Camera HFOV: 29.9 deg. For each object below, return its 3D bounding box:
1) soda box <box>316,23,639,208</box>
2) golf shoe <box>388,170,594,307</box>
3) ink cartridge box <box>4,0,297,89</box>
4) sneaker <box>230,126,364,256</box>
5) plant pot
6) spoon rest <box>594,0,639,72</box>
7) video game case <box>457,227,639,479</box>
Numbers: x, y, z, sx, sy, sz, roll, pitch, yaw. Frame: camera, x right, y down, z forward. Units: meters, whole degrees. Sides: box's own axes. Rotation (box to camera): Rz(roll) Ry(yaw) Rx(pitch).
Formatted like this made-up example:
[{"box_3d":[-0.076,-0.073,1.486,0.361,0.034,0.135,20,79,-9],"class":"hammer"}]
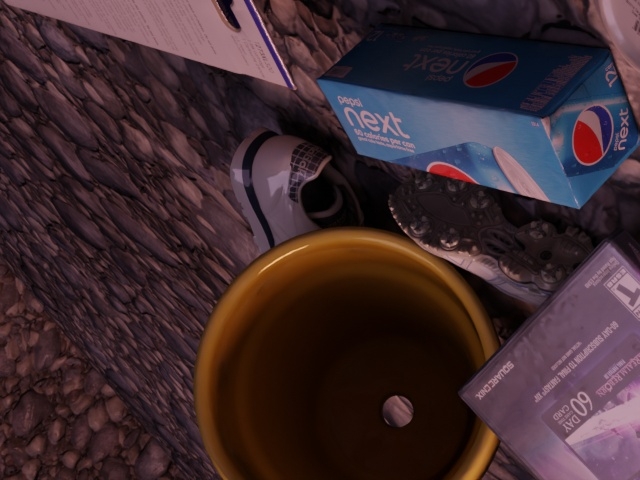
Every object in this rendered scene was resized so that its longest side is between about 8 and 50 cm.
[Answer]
[{"box_3d":[0.095,-0.085,0.766,0.210,0.067,0.071,20,148,51],"class":"soda box"},{"box_3d":[0.126,0.010,0.892,0.176,0.069,0.086,32,162,35],"class":"golf shoe"},{"box_3d":[-0.166,-0.233,0.923,0.371,0.069,0.176,24,154,39],"class":"ink cartridge box"},{"box_3d":[0.000,0.000,1.096,0.095,0.090,0.235,11,146,34],"class":"sneaker"},{"box_3d":[0.046,0.138,1.053,0.254,0.254,0.239,38,178,20],"class":"plant pot"},{"box_3d":[0.220,-0.074,0.541,0.276,0.084,0.137,55,162,24],"class":"spoon rest"},{"box_3d":[0.236,0.149,0.792,0.274,0.026,0.196,48,135,13],"class":"video game case"}]
